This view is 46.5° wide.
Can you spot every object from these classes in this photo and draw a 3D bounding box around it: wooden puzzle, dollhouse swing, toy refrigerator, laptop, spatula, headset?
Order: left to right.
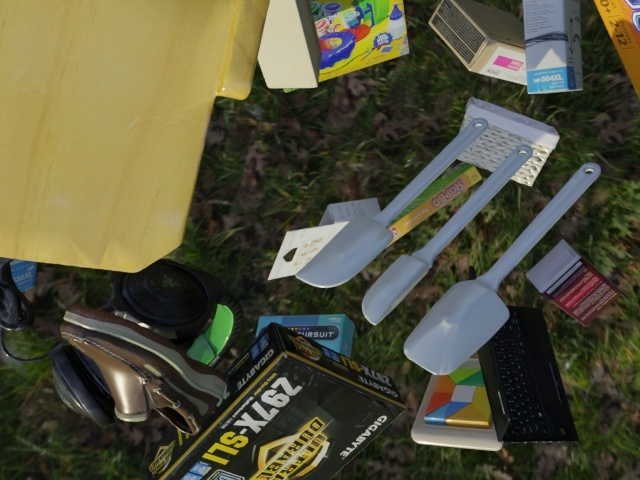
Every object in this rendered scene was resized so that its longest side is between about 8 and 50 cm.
[{"bbox_3d":[-0.267,-0.190,0.742,0.346,0.315,0.305,8,124,-23],"label":"dollhouse swing"},{"bbox_3d":[-0.270,0.112,0.984,0.243,0.394,0.185,-47,63,8],"label":"headset"},{"bbox_3d":[-0.070,-0.395,1.348,0.102,0.269,0.094,1,64,11],"label":"toy refrigerator"},{"bbox_3d":[0.118,-0.009,0.636,0.242,0.019,0.168,-43,49,-21],"label":"spatula"},{"bbox_3d":[0.340,0.371,1.745,0.221,0.239,0.044,-4,132,32],"label":"wooden puzzle"},{"bbox_3d":[0.316,0.180,1.147,0.136,0.264,0.234,-43,47,49],"label":"laptop"}]

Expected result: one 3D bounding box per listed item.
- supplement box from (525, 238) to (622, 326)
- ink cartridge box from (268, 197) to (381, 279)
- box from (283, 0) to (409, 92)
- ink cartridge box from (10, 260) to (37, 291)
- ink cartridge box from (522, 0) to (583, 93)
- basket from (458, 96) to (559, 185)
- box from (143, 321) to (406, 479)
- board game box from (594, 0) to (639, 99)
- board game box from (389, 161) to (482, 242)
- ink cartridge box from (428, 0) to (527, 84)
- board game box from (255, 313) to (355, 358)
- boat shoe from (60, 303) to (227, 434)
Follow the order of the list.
[{"bbox_3d":[0.632,0.109,1.853,0.239,0.073,0.130,33,108,-36],"label":"supplement box"},{"bbox_3d":[0.000,0.000,1.826,0.239,0.275,0.060,-8,65,-19],"label":"ink cartridge box"},{"bbox_3d":[0.012,-0.506,1.567,0.290,0.279,0.177,-18,54,2],"label":"box"},{"bbox_3d":[-0.613,-0.076,1.322,0.223,0.129,0.307,24,112,19],"label":"ink cartridge box"},{"bbox_3d":[0.473,-0.403,1.510,0.086,0.148,0.203,1,101,31],"label":"ink cartridge box"},{"bbox_3d":[0.327,-0.177,1.339,0.167,0.113,0.103,21,110,5],"label":"basket"},{"bbox_3d":[-0.070,0.294,1.129,0.257,0.079,0.322,32,110,-33],"label":"box"},{"bbox_3d":[0.674,-0.407,1.093,0.356,0.356,0.356,-42,113,-13],"label":"board game box"},{"bbox_3d":[0.177,-0.057,1.386,0.259,0.124,0.039,-33,97,9],"label":"board game box"},{"bbox_3d":[0.387,-0.447,1.671,0.088,0.234,0.193,-57,45,34],"label":"ink cartridge box"},{"bbox_3d":[-0.062,0.359,1.911,0.253,0.079,0.336,-4,60,24],"label":"board game box"},{"bbox_3d":[-0.199,0.159,0.843,0.095,0.257,0.095,8,67,37],"label":"boat shoe"}]
